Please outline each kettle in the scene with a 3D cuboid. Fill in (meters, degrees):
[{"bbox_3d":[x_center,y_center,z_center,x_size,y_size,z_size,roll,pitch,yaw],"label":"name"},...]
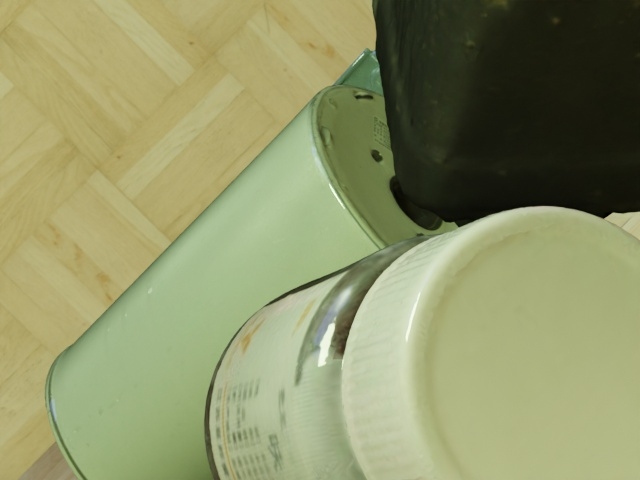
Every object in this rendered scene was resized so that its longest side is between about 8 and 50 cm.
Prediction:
[{"bbox_3d":[-0.019,0.086,1.372,0.318,0.265,0.205,-41,-24,27],"label":"kettle"}]

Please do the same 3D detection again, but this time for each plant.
[{"bbox_3d":[0.099,-0.095,0.920,0.256,0.142,0.164,86,177,-55],"label":"plant"}]

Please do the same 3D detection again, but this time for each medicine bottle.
[{"bbox_3d":[0.055,0.081,0.933,0.165,0.165,0.273,-47,7,-20],"label":"medicine bottle"}]

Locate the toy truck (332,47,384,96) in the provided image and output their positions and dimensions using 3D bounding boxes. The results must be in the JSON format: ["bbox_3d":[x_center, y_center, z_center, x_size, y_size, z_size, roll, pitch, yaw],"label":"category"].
[{"bbox_3d":[0.000,0.000,1.644,0.338,0.184,0.133,-43,6,13],"label":"toy truck"}]
